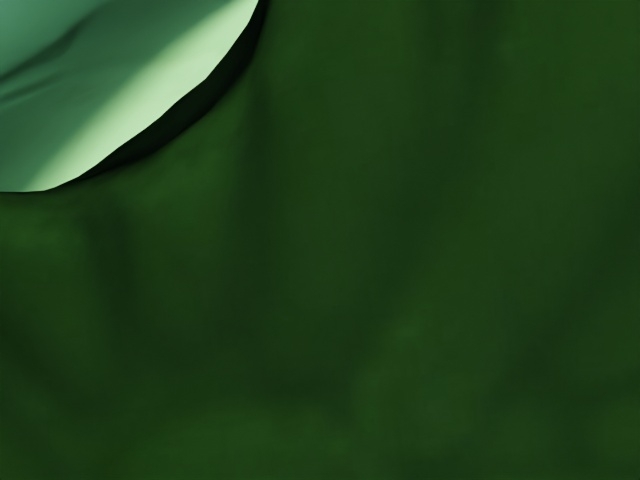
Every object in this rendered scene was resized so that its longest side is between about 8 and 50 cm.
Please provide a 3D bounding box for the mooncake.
[{"bbox_3d":[0.031,0.064,0.479,0.351,0.351,0.187,-45,179,3],"label":"mooncake"}]
